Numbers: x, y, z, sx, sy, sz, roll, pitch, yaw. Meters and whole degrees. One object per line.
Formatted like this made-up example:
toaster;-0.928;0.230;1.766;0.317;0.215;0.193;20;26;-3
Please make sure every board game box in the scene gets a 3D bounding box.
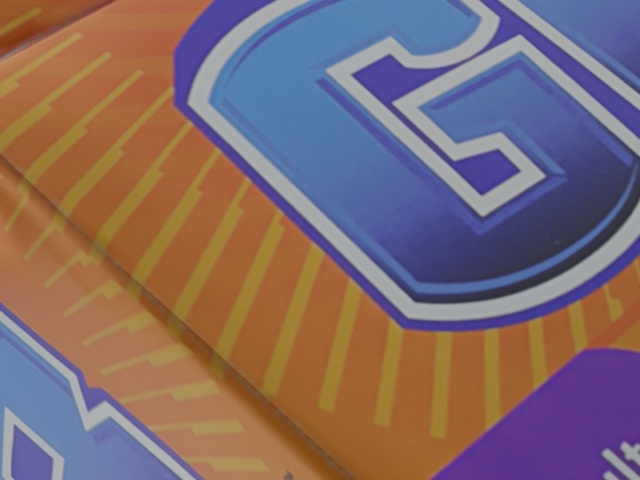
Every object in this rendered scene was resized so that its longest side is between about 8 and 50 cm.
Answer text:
board game box;0.000;0.000;0.592;0.356;0.356;0.356;-34;-24;-36
